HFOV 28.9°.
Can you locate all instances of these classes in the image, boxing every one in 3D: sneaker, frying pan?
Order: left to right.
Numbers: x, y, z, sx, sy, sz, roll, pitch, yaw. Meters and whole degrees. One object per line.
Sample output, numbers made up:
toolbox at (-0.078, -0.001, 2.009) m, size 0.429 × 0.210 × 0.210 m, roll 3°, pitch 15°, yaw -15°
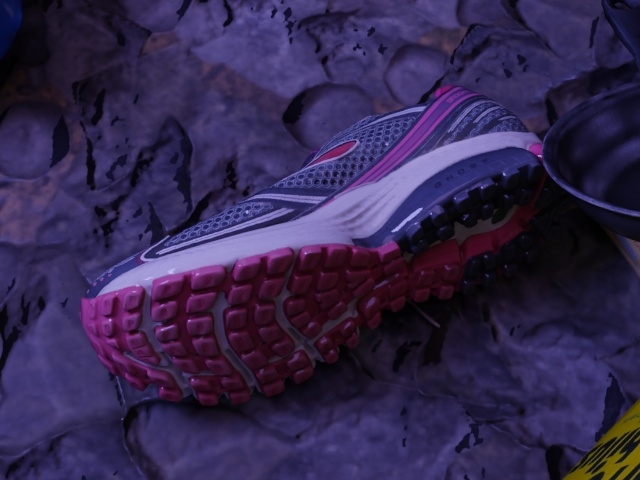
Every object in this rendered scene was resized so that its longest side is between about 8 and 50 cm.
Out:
sneaker at (0.000, 0.000, 0.735) m, size 0.299 × 0.121 × 0.112 m, roll -21°, pitch 48°, yaw -20°
frying pan at (0.194, -0.070, 0.725) m, size 0.197 × 0.053 × 0.326 m, roll -20°, pitch 28°, yaw -17°

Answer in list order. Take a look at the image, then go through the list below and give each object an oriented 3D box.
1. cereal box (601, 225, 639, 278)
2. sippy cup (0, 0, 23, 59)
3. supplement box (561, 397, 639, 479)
cereal box at (0.295, -0.048, 0.796) m, size 0.240 × 0.047 × 0.173 m, roll -25°, pitch 64°, yaw -14°
sippy cup at (-0.294, -0.215, 0.792) m, size 0.305 × 0.240 × 0.224 m, roll -24°, pitch 71°, yaw 21°
supplement box at (0.206, 0.169, 0.567) m, size 0.356 × 0.194 × 0.195 m, roll -40°, pitch 83°, yaw -21°
